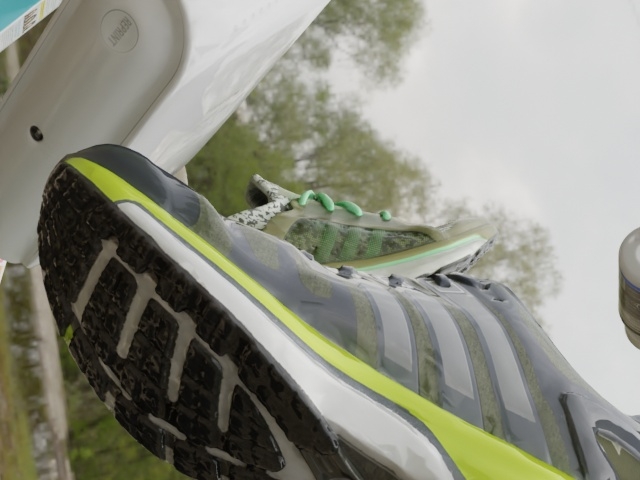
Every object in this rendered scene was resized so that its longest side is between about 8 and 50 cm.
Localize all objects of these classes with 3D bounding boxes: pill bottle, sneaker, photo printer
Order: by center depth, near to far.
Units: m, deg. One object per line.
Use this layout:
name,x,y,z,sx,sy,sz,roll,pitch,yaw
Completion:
sneaker,0.017,0.055,0.407,0.111,0.300,0.121,-53,-179,44
photo printer,-0.116,-0.134,0.731,0.107,0.256,0.307,47,-52,-2
sneaker,0.000,0.000,0.948,0.158,0.410,0.182,-49,-120,50
pill bottle,0.331,0.051,0.954,0.137,0.078,0.078,67,4,-51

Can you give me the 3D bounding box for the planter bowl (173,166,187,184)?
planter bowl,-0.224,-0.034,1.012,0.162,0.109,0.162,-15,-109,51

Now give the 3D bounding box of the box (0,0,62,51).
box,-0.476,-0.377,1.547,0.060,0.244,0.100,47,-20,-7

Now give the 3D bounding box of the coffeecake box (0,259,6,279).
coffeecake box,-0.574,0.036,1.469,0.068,0.185,0.142,31,-73,34
